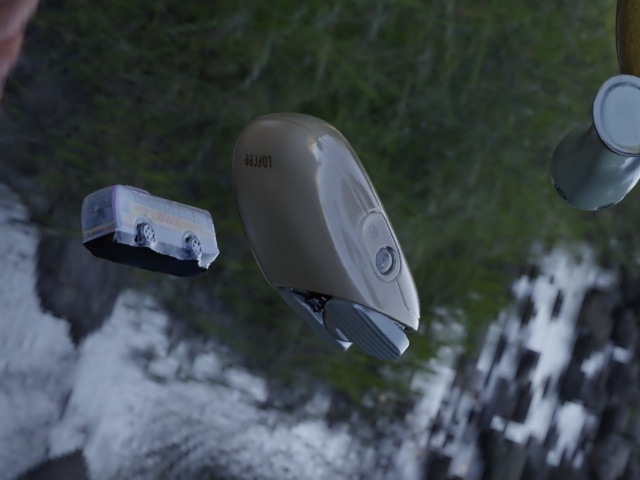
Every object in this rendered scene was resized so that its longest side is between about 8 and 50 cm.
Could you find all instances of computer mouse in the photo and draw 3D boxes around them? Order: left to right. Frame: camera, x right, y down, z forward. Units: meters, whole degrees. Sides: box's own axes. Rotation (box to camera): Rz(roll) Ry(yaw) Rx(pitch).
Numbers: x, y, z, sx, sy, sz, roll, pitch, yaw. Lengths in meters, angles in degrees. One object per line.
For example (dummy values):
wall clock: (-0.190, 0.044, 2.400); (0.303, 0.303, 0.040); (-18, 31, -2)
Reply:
computer mouse: (0.000, 0.000, 1.444); (0.082, 0.145, 0.236); (-38, 119, -30)

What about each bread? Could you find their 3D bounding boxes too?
bread: (0.355, -0.221, 1.737); (0.147, 0.098, 0.217); (70, 21, -78)

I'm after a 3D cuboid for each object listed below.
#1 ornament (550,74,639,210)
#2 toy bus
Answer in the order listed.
ornament: (0.239, -0.073, 1.392); (0.156, 0.081, 0.074); (102, -14, -69)
toy bus: (-0.175, -0.010, 1.724); (0.172, 0.057, 0.072); (17, 59, -55)
